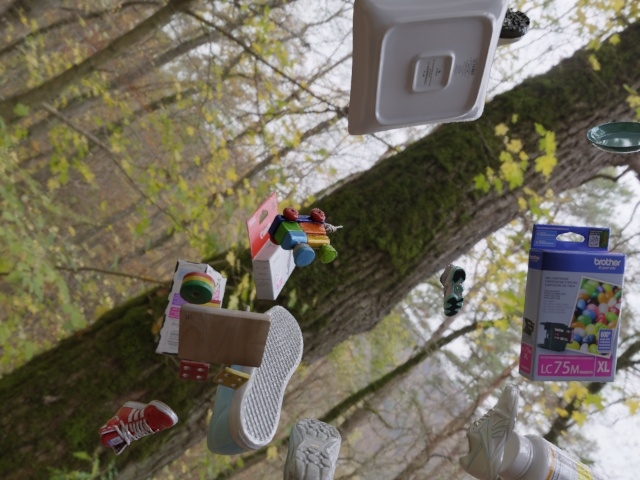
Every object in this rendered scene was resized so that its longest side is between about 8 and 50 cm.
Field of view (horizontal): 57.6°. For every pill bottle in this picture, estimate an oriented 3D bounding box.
[{"bbox_3d":[0.416,0.437,1.070,0.215,0.117,0.117,34,-5,-10],"label":"pill bottle"}]

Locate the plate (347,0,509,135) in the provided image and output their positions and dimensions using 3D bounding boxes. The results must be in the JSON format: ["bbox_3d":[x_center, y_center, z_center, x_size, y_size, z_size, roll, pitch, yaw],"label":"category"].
[{"bbox_3d":[0.191,-0.306,1.032,0.277,0.278,0.045,91,-14,-46],"label":"plate"}]

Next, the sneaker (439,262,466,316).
[{"bbox_3d":[0.245,0.091,1.104,0.038,0.098,0.069,11,9,-12],"label":"sneaker"}]

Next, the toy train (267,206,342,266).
[{"bbox_3d":[0.000,0.000,1.506,0.248,0.105,0.143,2,41,-40],"label":"toy train"}]

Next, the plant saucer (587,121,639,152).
[{"bbox_3d":[0.553,-0.187,1.067,0.119,0.120,0.021,40,-32,54],"label":"plant saucer"}]

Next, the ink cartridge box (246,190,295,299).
[{"bbox_3d":[-0.135,0.007,1.723,0.275,0.060,0.238,-61,150,-63],"label":"ink cartridge box"}]

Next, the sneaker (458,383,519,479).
[{"bbox_3d":[0.254,0.281,0.870,0.061,0.152,0.053,20,-15,21],"label":"sneaker"}]

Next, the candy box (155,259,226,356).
[{"bbox_3d":[-0.272,0.155,1.253,0.070,0.196,0.165,8,-13,8],"label":"candy box"}]

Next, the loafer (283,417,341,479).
[{"bbox_3d":[-0.023,0.443,1.156,0.112,0.111,0.319,18,3,6],"label":"loafer"}]

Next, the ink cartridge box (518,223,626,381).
[{"bbox_3d":[0.503,0.124,1.161,0.065,0.186,0.310,-171,-95,-79],"label":"ink cartridge box"}]

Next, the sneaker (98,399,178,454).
[{"bbox_3d":[-0.238,0.241,0.749,0.119,0.067,0.042,-14,-69,41],"label":"sneaker"}]

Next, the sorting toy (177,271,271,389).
[{"bbox_3d":[-0.150,0.142,0.905,0.274,0.133,0.046,106,-10,-45],"label":"sorting toy"}]

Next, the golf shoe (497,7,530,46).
[{"bbox_3d":[0.323,-0.404,1.200,0.273,0.105,0.120,25,-41,58],"label":"golf shoe"}]

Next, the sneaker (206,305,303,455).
[{"bbox_3d":[-0.149,0.279,1.209,0.135,0.150,0.365,52,29,-18],"label":"sneaker"}]
